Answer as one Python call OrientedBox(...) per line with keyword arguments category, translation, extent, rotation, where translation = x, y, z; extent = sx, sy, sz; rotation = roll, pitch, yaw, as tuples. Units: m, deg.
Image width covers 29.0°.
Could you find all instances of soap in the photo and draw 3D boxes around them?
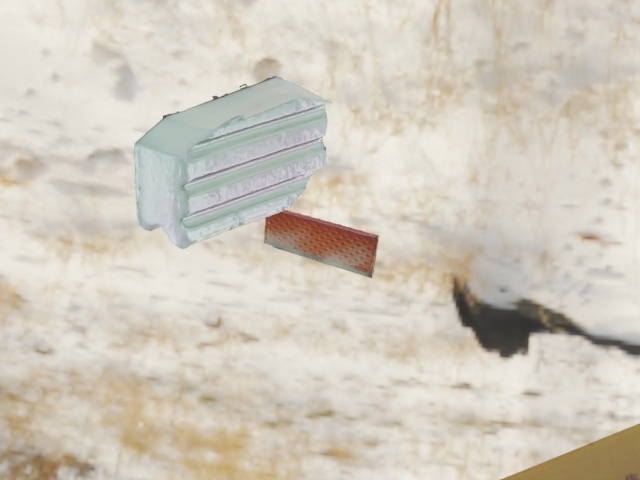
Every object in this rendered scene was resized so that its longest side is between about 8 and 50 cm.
OrientedBox(category="soap", translation=(-0.098, -0.097, 1.428), extent=(0.091, 0.145, 0.230), rotation=(25, -147, 36))

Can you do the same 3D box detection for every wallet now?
OrientedBox(category="wallet", translation=(0.000, 0.000, 2.065), extent=(0.197, 0.020, 0.103), rotation=(17, 139, 9))

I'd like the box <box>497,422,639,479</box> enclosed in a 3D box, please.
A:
OrientedBox(category="box", translation=(0.138, 0.253, 0.857), extent=(0.415, 0.115, 0.264), rotation=(-20, 152, -8))
